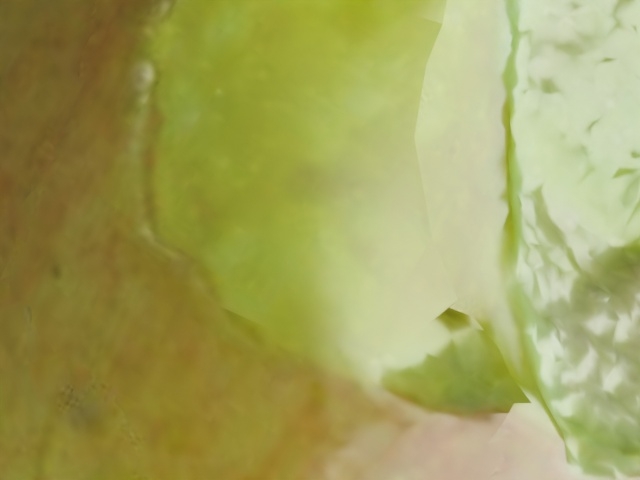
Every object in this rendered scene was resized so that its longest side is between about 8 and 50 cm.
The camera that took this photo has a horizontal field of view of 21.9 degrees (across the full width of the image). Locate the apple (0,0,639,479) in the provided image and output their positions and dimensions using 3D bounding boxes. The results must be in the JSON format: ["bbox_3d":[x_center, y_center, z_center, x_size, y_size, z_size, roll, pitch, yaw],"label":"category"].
[{"bbox_3d":[0.000,0.000,0.518,0.339,0.340,0.339,18,90,-89],"label":"apple"}]
